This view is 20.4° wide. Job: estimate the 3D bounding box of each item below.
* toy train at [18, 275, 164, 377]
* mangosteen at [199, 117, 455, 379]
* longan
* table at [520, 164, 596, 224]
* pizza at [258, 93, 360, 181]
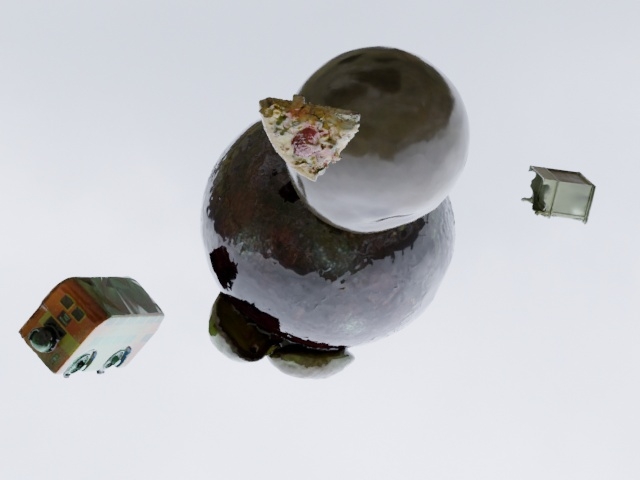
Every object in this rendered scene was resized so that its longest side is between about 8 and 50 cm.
[{"bbox_3d":[-0.244,0.092,1.909,0.072,0.099,0.188,49,-166,15],"label":"toy train"},{"bbox_3d":[0.000,0.000,1.866,0.288,0.288,0.288,-7,-151,4],"label":"mangosteen"},{"bbox_3d":[0.049,-0.089,1.595,0.167,0.187,0.167,16,-138,-15],"label":"longan"},{"bbox_3d":[0.352,-0.068,2.642,0.083,0.062,0.079,8,-163,-14],"label":"table"},{"bbox_3d":[-0.006,-0.083,1.382,0.078,0.083,0.025,-20,-150,31],"label":"pizza"}]
